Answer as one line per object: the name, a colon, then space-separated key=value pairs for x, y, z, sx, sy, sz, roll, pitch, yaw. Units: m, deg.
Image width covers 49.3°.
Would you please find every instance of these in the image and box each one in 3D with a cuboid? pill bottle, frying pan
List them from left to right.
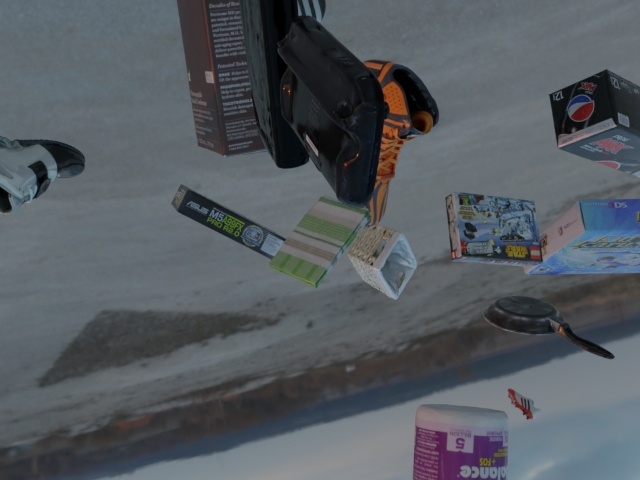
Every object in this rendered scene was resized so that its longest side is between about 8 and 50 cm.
pill bottle: x=0.247 y=0.452 z=1.243 sx=0.169 sy=0.302 sz=0.169 roll=4 pitch=171 yaw=1
frying pan: x=0.519 y=0.200 z=1.661 sx=0.197 sy=0.053 sz=0.326 roll=-3 pitch=-164 yaw=-14

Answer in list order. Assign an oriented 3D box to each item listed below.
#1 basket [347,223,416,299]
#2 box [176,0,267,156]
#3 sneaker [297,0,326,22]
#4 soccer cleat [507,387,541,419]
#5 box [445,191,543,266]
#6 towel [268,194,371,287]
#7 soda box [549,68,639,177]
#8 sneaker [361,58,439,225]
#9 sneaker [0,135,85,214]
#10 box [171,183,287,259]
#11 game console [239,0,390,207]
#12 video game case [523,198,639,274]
basket: x=0.146 y=0.046 z=1.657 sx=0.103 sy=0.113 sz=0.167 roll=24 pitch=162 yaw=32
box: x=-0.195 y=-0.379 z=1.458 sx=0.143 sy=0.382 sz=0.191 roll=-12 pitch=-162 yaw=-24
sneaker: x=-0.065 y=-0.407 z=0.981 sx=0.086 sy=0.229 sz=0.132 roll=-15 pitch=-165 yaw=-18
soccer cleat: x=0.408 y=0.325 z=1.402 sx=0.035 sy=0.083 sz=0.029 roll=-20 pitch=124 yaw=-14
box: x=0.242 y=-0.014 z=0.974 sx=0.136 sy=0.094 sz=0.027 roll=5 pitch=160 yaw=-21
towel: x=0.000 y=0.000 z=1.099 sx=0.113 sy=0.152 sz=0.023 roll=20 pitch=156 yaw=43
soda box: x=0.282 y=-0.101 z=0.638 sx=0.168 sy=0.053 sz=0.060 roll=9 pitch=161 yaw=-39
sneaker: x=0.123 y=-0.173 z=1.309 sx=0.180 sy=0.321 sz=0.124 roll=13 pitch=-155 yaw=43
sneaker: x=-0.578 y=-0.114 z=1.322 sx=0.122 sy=0.146 sz=0.330 roll=-22 pitch=172 yaw=28
box: x=-0.216 y=-0.043 z=1.661 sx=0.270 sy=0.060 sz=0.216 roll=28 pitch=180 yaw=-17
game console: x=-0.018 y=-0.139 z=0.639 sx=0.043 sy=0.361 sz=0.213 roll=-12 pitch=125 yaw=-12
video game case: x=0.530 y=-0.001 z=1.232 sx=0.269 sy=0.061 sz=0.244 roll=-1 pitch=160 yaw=-7
